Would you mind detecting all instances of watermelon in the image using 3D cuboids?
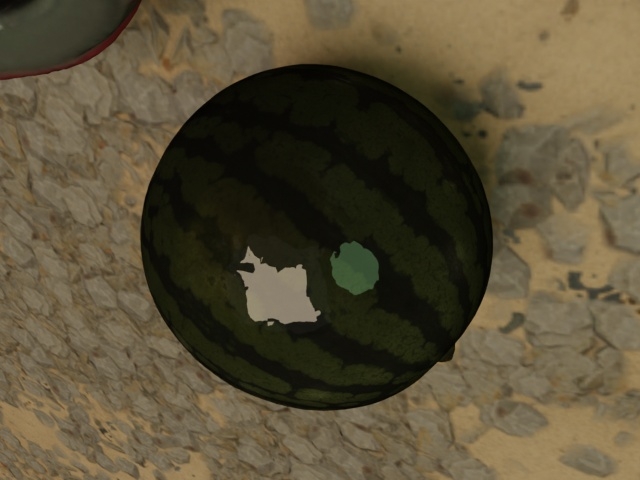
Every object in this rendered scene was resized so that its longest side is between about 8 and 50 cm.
[{"bbox_3d":[0.000,0.000,0.406,0.212,0.212,0.212,17,131,20],"label":"watermelon"}]

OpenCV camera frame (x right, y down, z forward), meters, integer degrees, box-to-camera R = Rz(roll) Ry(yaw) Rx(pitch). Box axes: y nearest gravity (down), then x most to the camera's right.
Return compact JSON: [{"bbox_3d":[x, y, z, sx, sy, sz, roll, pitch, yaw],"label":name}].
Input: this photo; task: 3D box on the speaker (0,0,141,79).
[{"bbox_3d":[-0.215,-0.204,0.324,0.294,0.294,0.294,17,131,20],"label":"speaker"}]
